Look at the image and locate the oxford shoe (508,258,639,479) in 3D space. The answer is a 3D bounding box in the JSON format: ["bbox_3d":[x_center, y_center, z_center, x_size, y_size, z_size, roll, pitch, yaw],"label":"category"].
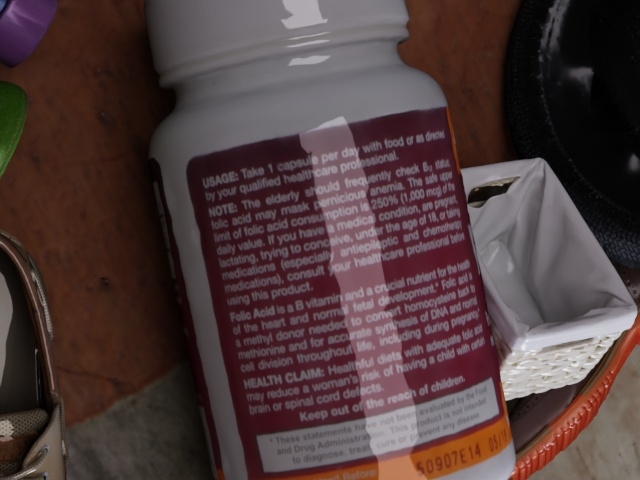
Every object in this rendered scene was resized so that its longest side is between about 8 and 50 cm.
[{"bbox_3d":[0.207,0.096,1.323,0.098,0.097,0.271,38,75,15],"label":"oxford shoe"}]

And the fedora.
[{"bbox_3d":[0.317,-0.124,1.316,0.152,0.334,0.334,24,75,-58],"label":"fedora"}]

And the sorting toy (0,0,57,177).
[{"bbox_3d":[-0.286,-0.057,1.045,0.126,0.127,0.366,31,55,-28],"label":"sorting toy"}]

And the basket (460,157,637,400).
[{"bbox_3d":[0.152,0.033,1.244,0.113,0.103,0.167,-10,55,-24],"label":"basket"}]

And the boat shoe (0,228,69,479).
[{"bbox_3d":[-0.230,0.145,1.074,0.123,0.116,0.324,-7,81,-16],"label":"boat shoe"}]

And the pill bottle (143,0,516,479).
[{"bbox_3d":[0.000,0.000,1.150,0.224,0.224,0.392,-12,92,-24],"label":"pill bottle"}]
